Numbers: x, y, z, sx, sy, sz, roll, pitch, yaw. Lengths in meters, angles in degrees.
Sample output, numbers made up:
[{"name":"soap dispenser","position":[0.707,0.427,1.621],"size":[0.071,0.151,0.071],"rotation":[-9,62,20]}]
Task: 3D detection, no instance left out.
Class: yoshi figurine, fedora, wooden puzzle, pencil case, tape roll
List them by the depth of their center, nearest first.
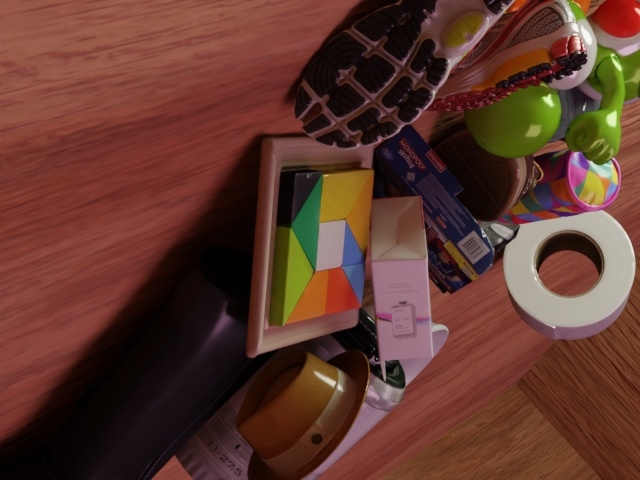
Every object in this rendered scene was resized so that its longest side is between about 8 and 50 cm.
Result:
[{"name":"wooden puzzle","position":[0.000,0.000,1.218],"size":[0.239,0.044,0.221],"rotation":[-12,109,-61]},{"name":"fedora","position":[-0.032,0.185,1.282],"size":[0.194,0.079,0.194],"rotation":[-42,-160,19]},{"name":"yoshi figurine","position":[0.299,-0.180,1.340],"size":[0.362,0.203,0.203],"rotation":[-2,173,-32]},{"name":"pencil case","position":[0.319,-0.081,1.631],"size":[0.104,0.104,0.236],"rotation":[-34,-168,-22]},{"name":"tape roll","position":[0.477,0.061,2.218],"size":[0.246,0.246,0.169],"rotation":[-41,163,1]}]

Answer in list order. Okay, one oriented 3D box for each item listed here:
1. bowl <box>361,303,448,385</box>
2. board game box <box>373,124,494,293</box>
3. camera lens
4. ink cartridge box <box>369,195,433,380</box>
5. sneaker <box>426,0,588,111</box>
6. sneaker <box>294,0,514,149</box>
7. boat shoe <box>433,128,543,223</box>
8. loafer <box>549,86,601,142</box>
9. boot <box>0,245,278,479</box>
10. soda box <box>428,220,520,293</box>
[{"name":"bowl","position":[0.049,0.188,1.811],"size":[0.298,0.134,0.298],"rotation":[-36,162,-14]},{"name":"board game box","position":[0.134,-0.030,1.445],"size":[0.060,0.194,0.194],"rotation":[-38,177,-11]},{"name":"camera lens","position":[-0.044,0.196,1.494],"size":[0.274,0.219,0.219],"rotation":[-44,162,11]},{"name":"ink cartridge box","position":[0.095,0.060,1.353],"size":[0.067,0.115,0.198],"rotation":[-3,131,4]},{"name":"sneaker","position":[0.164,-0.189,1.171],"size":[0.225,0.092,0.088],"rotation":[-17,170,39]},{"name":"sneaker","position":[0.098,-0.186,1.085],"size":[0.279,0.107,0.118],"rotation":[-40,177,11]},{"name":"boat shoe","position":[0.224,-0.091,1.518],"size":[0.123,0.123,0.342],"rotation":[-38,170,-14]},{"name":"loafer","position":[0.313,-0.184,1.581],"size":[0.302,0.095,0.109],"rotation":[-13,104,-59]},{"name":"boot","position":[-0.229,0.200,1.233],"size":[0.445,0.146,0.367],"rotation":[-44,171,17]},{"name":"soda box","position":[0.255,0.013,1.943],"size":[0.169,0.060,0.053],"rotation":[-37,161,-12]}]
